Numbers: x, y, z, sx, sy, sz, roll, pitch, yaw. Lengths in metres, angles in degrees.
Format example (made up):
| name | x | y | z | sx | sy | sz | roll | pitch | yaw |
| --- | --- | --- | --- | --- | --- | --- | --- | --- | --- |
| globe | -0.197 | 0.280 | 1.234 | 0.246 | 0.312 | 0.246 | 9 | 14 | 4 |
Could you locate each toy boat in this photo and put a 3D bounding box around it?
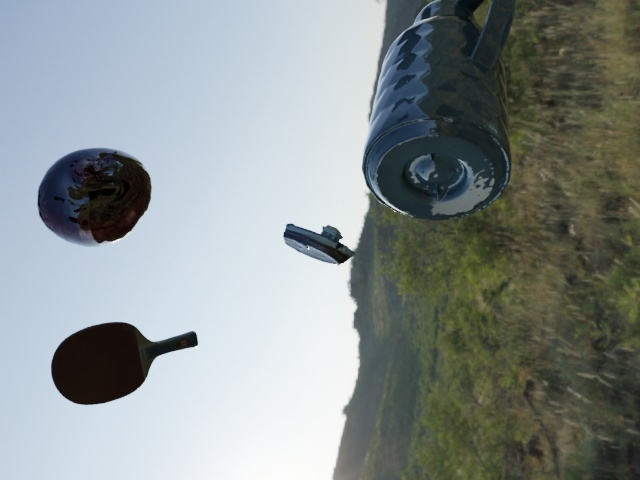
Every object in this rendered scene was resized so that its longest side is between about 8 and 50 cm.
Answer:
| name | x | y | z | sx | sy | sz | roll | pitch | yaw |
| --- | --- | --- | --- | --- | --- | --- | --- | --- | --- |
| toy boat | 0.000 | 0.000 | 0.967 | 0.066 | 0.140 | 0.059 | -58 | -20 | -26 |

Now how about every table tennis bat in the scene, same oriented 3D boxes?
| name | x | y | z | sx | sy | sz | roll | pitch | yaw |
| --- | --- | --- | --- | --- | --- | --- | --- | --- | --- |
| table tennis bat | -0.378 | 0.228 | 1.030 | 0.021 | 0.274 | 0.154 | 4 | 104 | 64 |

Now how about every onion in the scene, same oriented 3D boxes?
| name | x | y | z | sx | sy | sz | roll | pitch | yaw |
| --- | --- | --- | --- | --- | --- | --- | --- | --- | --- |
| onion | -0.540 | -0.127 | 1.252 | 0.285 | 0.273 | 0.273 | 109 | 169 | -57 |

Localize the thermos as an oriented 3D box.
| name | x | y | z | sx | sy | sz | roll | pitch | yaw |
| --- | --- | --- | --- | --- | --- | --- | --- | --- | --- |
| thermos | 0.140 | -0.177 | 0.578 | 0.182 | 0.145 | 0.286 | -48 | 23 | 51 |
